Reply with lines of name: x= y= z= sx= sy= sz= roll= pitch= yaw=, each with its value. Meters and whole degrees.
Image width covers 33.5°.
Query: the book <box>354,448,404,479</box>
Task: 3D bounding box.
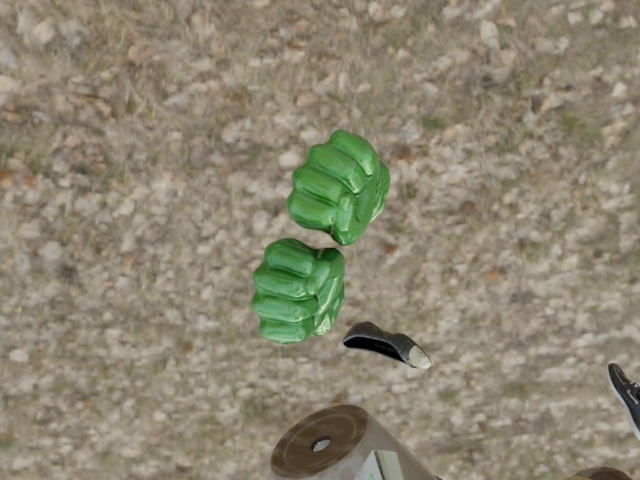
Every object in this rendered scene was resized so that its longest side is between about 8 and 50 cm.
book: x=0.072 y=0.335 z=1.258 sx=0.035 sy=0.144 sz=0.096 roll=13 pitch=126 yaw=-24

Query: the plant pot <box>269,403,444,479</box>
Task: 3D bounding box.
plant pot: x=0.059 y=0.446 z=1.814 sx=0.323 sy=0.323 sz=0.280 roll=-20 pitch=114 yaw=20

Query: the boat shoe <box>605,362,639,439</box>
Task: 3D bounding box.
boat shoe: x=0.452 y=0.227 z=1.536 sx=0.038 sy=0.125 sz=0.046 roll=-39 pitch=140 yaw=27

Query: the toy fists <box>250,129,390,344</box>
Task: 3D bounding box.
toy fists: x=0.000 y=0.000 z=1.323 sx=0.096 sy=0.279 sz=0.142 roll=25 pitch=-176 yaw=30

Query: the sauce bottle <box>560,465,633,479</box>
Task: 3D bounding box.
sauce bottle: x=0.134 y=0.292 z=0.855 sx=0.344 sy=0.111 sz=0.111 roll=-18 pitch=151 yaw=-33

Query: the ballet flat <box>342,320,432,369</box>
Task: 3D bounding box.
ballet flat: x=0.097 y=0.157 z=1.515 sx=0.173 sy=0.049 sz=0.057 roll=15 pitch=142 yaw=55
